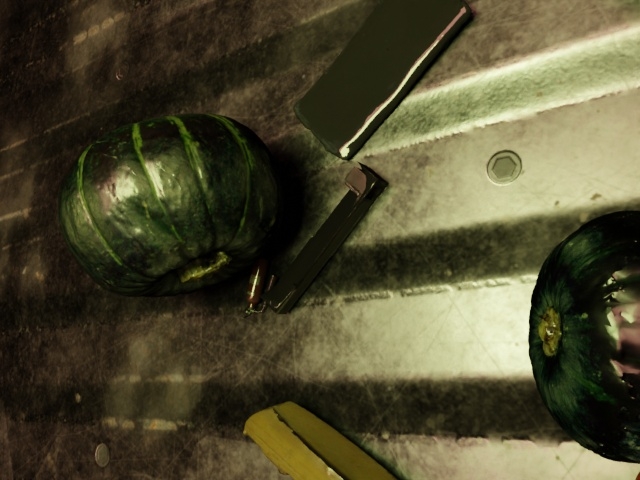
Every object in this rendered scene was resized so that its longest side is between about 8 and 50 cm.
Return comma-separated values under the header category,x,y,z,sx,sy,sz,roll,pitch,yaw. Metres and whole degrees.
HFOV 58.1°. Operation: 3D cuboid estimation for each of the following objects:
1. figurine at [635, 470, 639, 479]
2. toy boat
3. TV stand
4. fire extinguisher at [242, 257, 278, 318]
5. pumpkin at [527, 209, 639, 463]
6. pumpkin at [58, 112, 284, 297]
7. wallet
category,x,y,z,sx,sy,sz,roll,pitch,yaw
figurine,0.311,0.290,0.501,0.327,0.218,0.169,-48,35,13
toy boat,0.015,0.328,0.763,0.321,0.089,0.122,27,112,36
TV stand,0.000,0.000,0.861,0.049,0.040,0.256,45,106,25
fire extinguisher,-0.094,0.078,0.928,0.046,0.032,0.100,11,87,1
pumpkin,0.287,0.086,0.537,0.163,0.233,0.233,1,80,8
pumpkin,-0.215,-0.051,0.854,0.323,0.323,0.241,-24,76,29
wallet,0.083,-0.262,0.867,0.285,0.030,0.146,-49,61,18
